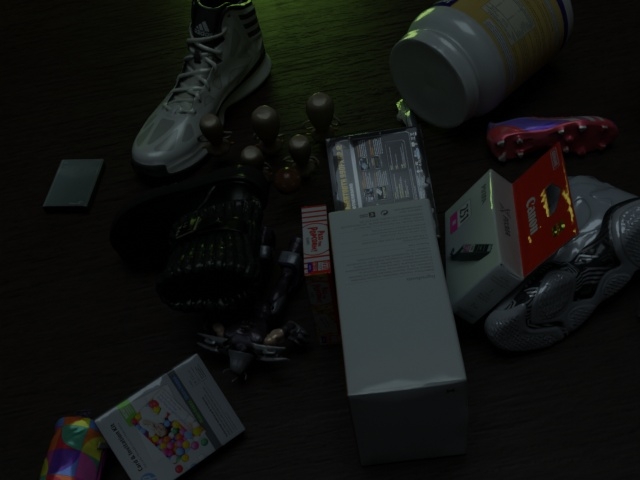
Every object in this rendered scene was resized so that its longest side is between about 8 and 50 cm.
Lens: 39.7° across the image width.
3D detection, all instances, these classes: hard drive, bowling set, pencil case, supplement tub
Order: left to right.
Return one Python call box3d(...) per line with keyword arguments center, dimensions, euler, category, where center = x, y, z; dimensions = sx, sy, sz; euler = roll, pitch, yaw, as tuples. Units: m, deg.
box3d(center=(-0.377, 0.376, 1.330), dimensions=(0.104, 0.104, 0.236), euler=(0, 51, 9), category="pencil case")
box3d(center=(-0.504, -0.112, 1.820), dimensions=(0.094, 0.022, 0.135), euler=(0, 50, 9), category="hard drive")
box3d(center=(-0.092, -0.156, 1.738), dimensions=(0.287, 0.154, 0.200), euler=(-8, 67, 0), category="bowling set")
box3d(center=(0.324, -0.399, 1.791), dimensions=(0.331, 0.241, 0.241), euler=(-40, 55, -24), category="supplement tub")

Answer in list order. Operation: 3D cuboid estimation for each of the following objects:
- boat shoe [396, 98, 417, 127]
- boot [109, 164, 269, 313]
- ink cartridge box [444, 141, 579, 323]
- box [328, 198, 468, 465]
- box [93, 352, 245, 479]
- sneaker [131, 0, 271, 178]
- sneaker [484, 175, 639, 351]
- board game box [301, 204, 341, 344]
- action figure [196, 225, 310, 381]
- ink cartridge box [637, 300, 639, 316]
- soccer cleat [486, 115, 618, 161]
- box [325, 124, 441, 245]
box3d(center=(0.175, -0.256, 1.833), dimensions=(0.035, 0.035, 0.100), euler=(-27, 49, 22), category="boat shoe")
box3d(center=(-0.244, 0.024, 1.524), dimensions=(0.348, 0.131, 0.260), euler=(-22, 42, 27), category="boot")
box3d(center=(0.303, -0.029, 1.461), dimensions=(0.060, 0.239, 0.275), euler=(31, 34, -16), category="ink cartridge box")
box3d(center=(0.117, 0.138, 1.378), dimensions=(0.168, 0.215, 0.345), euler=(-8, 48, 3), category="box")
box3d(center=(-0.233, 0.285, 1.372), dimensions=(0.186, 0.038, 0.145), euler=(-32, 91, -17), category="box")
box3d(center=(-0.269, -0.350, 1.831), dimensions=(0.169, 0.257, 0.447), euler=(18, 55, 23), category="sneaker")
box3d(center=(0.389, 0.026, 1.492), dimensions=(0.366, 0.137, 0.210), euler=(-37, 40, -7), category="sneaker")
box3d(center=(0.004, 0.059, 1.477), dimensions=(0.045, 0.193, 0.147), euler=(-7, 49, 4), category="board game box")
box3d(center=(-0.098, 0.117, 1.514), dimensions=(0.185, 0.099, 0.285), euler=(13, 57, 10), category="action figure")
box3d(center=(0.635, 0.058, 1.445), dimensions=(0.154, 0.093, 0.212), euler=(24, 55, 27), category="ink cartridge box")
box3d(center=(0.446, -0.213, 1.722), dimensions=(0.248, 0.083, 0.095), euler=(-8, 44, 6), category="soccer cleat")
box3d(center=(0.113, -0.087, 1.629), dimensions=(0.183, 0.056, 0.231), euler=(-9, 69, 2), category="box")
